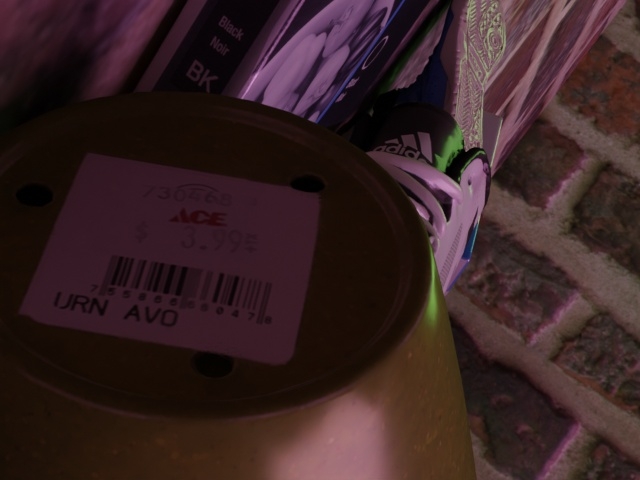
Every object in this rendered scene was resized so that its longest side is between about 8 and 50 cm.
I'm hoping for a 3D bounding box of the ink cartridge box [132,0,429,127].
[{"bbox_3d":[0.024,-0.130,0.542,0.208,0.045,0.206,-57,172,19],"label":"ink cartridge box"}]

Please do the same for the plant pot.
[{"bbox_3d":[-0.053,0.108,0.464,0.275,0.274,0.294,-46,156,-44],"label":"plant pot"}]

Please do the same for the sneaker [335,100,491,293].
[{"bbox_3d":[-0.001,0.000,0.768,0.447,0.169,0.258,89,20,-70],"label":"sneaker"}]

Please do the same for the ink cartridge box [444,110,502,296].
[{"bbox_3d":[0.099,-0.044,1.128,0.104,0.060,0.180,115,-7,-59],"label":"ink cartridge box"}]

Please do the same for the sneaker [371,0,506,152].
[{"bbox_3d":[0.077,-0.110,0.953,0.058,0.084,0.152,24,70,-44],"label":"sneaker"}]
